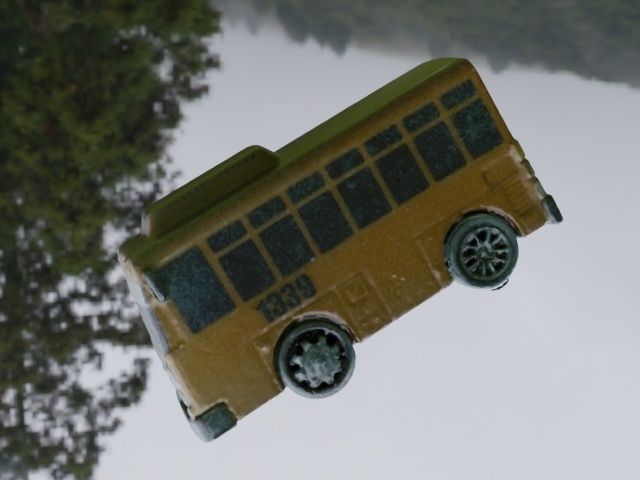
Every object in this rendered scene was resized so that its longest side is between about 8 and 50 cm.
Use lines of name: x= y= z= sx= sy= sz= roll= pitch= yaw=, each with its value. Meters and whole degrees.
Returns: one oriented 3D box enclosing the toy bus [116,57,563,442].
toy bus: x=0.000 y=0.000 z=0.538 sx=0.182 sy=0.103 sz=0.091 roll=-32 pitch=-169 yaw=-8
